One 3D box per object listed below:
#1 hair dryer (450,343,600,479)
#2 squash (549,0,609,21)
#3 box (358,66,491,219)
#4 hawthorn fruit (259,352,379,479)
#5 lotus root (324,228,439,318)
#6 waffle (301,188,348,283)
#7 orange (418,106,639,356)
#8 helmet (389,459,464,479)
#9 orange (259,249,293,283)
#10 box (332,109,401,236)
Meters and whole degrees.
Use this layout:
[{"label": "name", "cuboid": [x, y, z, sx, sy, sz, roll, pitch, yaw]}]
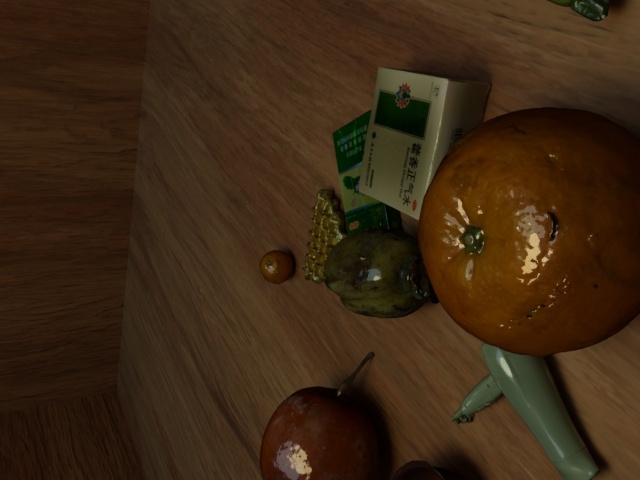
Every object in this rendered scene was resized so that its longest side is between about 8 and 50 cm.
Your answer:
[{"label": "hair dryer", "cuboid": [0.265, 0.257, 0.830, 0.206, 0.075, 0.237, 65, 150, 19]}, {"label": "squash", "cuboid": [0.303, -0.313, 0.679, 0.132, 0.105, 0.105, 55, 140, 11]}, {"label": "box", "cuboid": [0.158, -0.156, 0.904, 0.168, 0.095, 0.212, 31, 120, 49]}, {"label": "hawthorn fruit", "cuboid": [-0.009, 0.393, 1.100, 0.231, 0.235, 0.262, -49, 52, 51]}, {"label": "lotus root", "cuboid": [0.115, 0.055, 0.954, 0.278, 0.154, 0.154, -5, 90, 58]}, {"label": "waffle", "cuboid": [0.000, 0.000, 1.215, 0.192, 0.046, 0.160, -50, 55, 48]}, {"label": "orange", "cuboid": [0.247, -0.009, 0.657, 0.284, 0.226, 0.283, -1, 88, 61]}, {"label": "helmet", "cuboid": [0.192, 0.422, 0.907, 0.155, 0.106, 0.175, 31, 117, 50]}, {"label": "orange", "cuboid": [-0.103, 0.063, 1.354, 0.083, 0.084, 0.083, 11, 103, 57]}, {"label": "box", "cuboid": [0.085, -0.112, 1.077, 0.132, 0.034, 0.235, -17, 80, 57]}]
